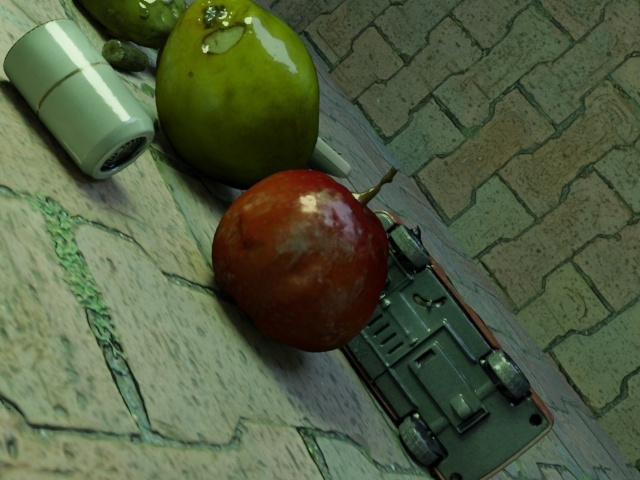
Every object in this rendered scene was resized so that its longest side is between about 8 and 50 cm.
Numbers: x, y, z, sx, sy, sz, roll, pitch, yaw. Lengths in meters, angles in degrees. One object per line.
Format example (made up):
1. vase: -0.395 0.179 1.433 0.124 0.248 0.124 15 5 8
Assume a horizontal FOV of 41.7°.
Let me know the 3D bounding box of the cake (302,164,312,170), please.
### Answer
1. cake: -0.015 -0.076 1.646 0.220 0.086 0.117 39 16 -36

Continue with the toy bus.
1. toy bus: 0.171 0.167 1.332 0.427 0.203 0.233 54 10 18

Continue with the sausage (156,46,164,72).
1. sausage: -0.203 -0.299 1.594 0.241 0.136 0.120 34 27 -35

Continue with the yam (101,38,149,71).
1. yam: -0.326 -0.307 1.406 0.043 0.043 0.094 51 12 8

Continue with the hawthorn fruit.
1. hawthorn fruit: 0.000 0.000 1.094 0.242 0.271 0.242 37 11 -8

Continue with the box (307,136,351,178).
1. box: -0.062 -0.191 1.677 0.142 0.044 0.285 36 -9 -37

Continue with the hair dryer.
1. hair dryer: -0.266 -0.169 1.128 0.173 0.107 0.357 52 7 4

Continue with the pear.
1. pear: -0.126 -0.220 1.302 0.269 0.269 0.321 -114 -176 -51

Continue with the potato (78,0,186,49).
1. potato: -0.358 -0.448 1.495 0.298 0.141 0.176 41 11 27
